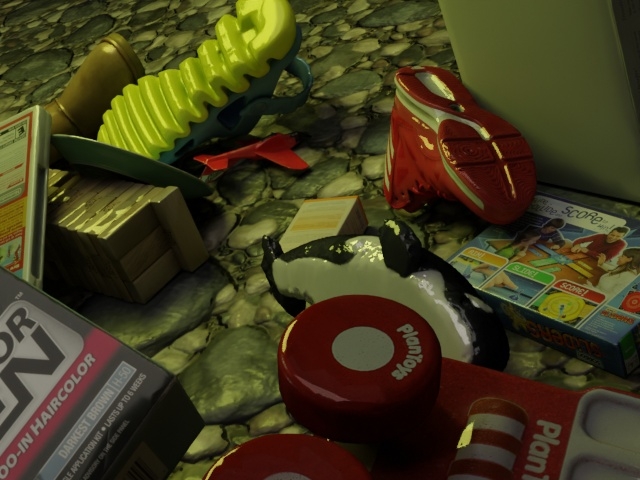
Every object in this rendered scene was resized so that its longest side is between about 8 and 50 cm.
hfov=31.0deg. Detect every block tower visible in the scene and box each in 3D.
[{"bbox_3d":[-0.276,-0.014,1.258,0.336,0.091,0.097,8,42,42],"label":"block tower"}]

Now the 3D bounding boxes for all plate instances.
[{"bbox_3d":[-0.209,-0.073,1.258,0.188,0.188,0.024,10,81,42],"label":"plate"}]

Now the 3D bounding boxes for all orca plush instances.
[{"bbox_3d":[0.065,0.057,0.935,0.102,0.151,0.287,-4,1,-33],"label":"orca plush"}]

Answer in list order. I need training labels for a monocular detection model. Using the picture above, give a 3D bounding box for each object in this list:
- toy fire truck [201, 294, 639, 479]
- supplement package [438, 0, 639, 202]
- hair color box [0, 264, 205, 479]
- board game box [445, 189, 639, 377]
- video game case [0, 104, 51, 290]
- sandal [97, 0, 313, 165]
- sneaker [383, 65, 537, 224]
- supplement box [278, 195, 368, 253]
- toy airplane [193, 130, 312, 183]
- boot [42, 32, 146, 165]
[{"bbox_3d":[0.075,0.181,0.673,0.254,0.169,0.302,12,40,15],"label":"toy fire truck"},{"bbox_3d":[0.237,-0.191,1.043,0.145,0.261,0.204,-37,33,-27],"label":"supplement package"},{"bbox_3d":[-0.295,0.102,0.863,0.375,0.113,0.185,28,70,20],"label":"hair color box"},{"bbox_3d":[0.208,0.027,0.937,0.136,0.035,0.201,-36,33,-23],"label":"board game box"},{"bbox_3d":[-0.364,0.013,1.179,0.204,0.025,0.285,-21,54,23],"label":"video game case"},{"bbox_3d":[-0.130,-0.157,1.374,0.317,0.138,0.126,-30,55,21],"label":"sandal"},{"bbox_3d":[0.124,-0.058,1.071,0.087,0.128,0.221,-4,40,-17],"label":"sneaker"},{"bbox_3d":[0.000,0.000,1.111,0.062,0.036,0.098,-3,34,28],"label":"supplement box"},{"bbox_3d":[-0.080,-0.100,1.321,0.151,0.028,0.151,-11,25,5],"label":"toy airplane"},{"bbox_3d":[-0.353,-0.126,1.433,0.269,0.089,0.236,-39,-4,-30],"label":"boot"}]
